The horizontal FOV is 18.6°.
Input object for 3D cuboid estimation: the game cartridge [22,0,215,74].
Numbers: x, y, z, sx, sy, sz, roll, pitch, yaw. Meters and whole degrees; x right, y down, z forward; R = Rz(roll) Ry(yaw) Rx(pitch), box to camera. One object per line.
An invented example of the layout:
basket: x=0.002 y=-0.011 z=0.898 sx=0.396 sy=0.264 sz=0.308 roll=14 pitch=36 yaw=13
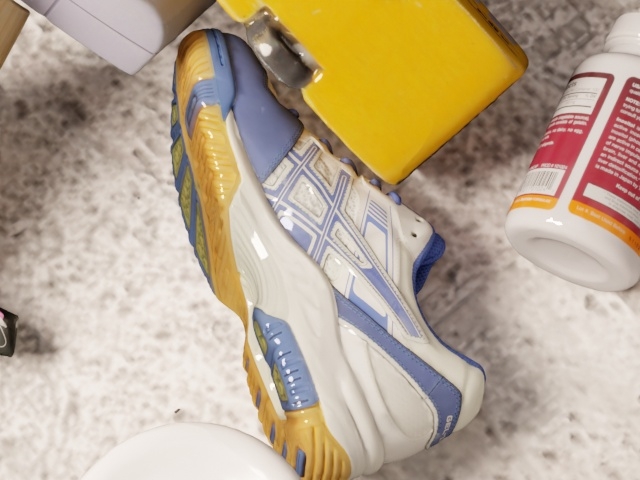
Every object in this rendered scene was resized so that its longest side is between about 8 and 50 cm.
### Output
game cartridge: x=-0.181 y=-0.238 z=1.179 sx=0.297 sy=0.198 sz=0.062 roll=43 pitch=118 yaw=-5

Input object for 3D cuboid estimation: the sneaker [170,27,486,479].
sneaker: x=0.000 y=0.000 z=1.160 sx=0.131 sy=0.112 sz=0.296 roll=-14 pitch=68 yaw=-16

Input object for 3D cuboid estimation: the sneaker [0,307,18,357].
sneaker: x=-0.267 y=0.065 z=1.187 sx=0.178 sy=0.072 sz=0.077 roll=3 pitch=81 yaw=18

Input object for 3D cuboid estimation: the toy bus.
toy bus: x=-0.025 y=-0.191 z=1.137 sx=0.108 sy=0.130 sz=0.333 roll=-41 pitch=92 yaw=14

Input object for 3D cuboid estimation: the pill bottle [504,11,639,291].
pill bottle: x=0.174 y=-0.054 z=1.150 sx=0.086 sy=0.086 sz=0.152 roll=22 pitch=73 yaw=16

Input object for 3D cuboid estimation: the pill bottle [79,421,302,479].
pill bottle: x=-0.049 y=0.186 z=1.009 sx=0.131 sy=0.229 sz=0.131 roll=-3 pitch=68 yaw=7

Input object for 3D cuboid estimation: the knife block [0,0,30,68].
knife block: x=-0.279 y=-0.004 z=1.114 sx=0.275 sy=0.088 sz=0.242 roll=-16 pitch=87 yaw=4
